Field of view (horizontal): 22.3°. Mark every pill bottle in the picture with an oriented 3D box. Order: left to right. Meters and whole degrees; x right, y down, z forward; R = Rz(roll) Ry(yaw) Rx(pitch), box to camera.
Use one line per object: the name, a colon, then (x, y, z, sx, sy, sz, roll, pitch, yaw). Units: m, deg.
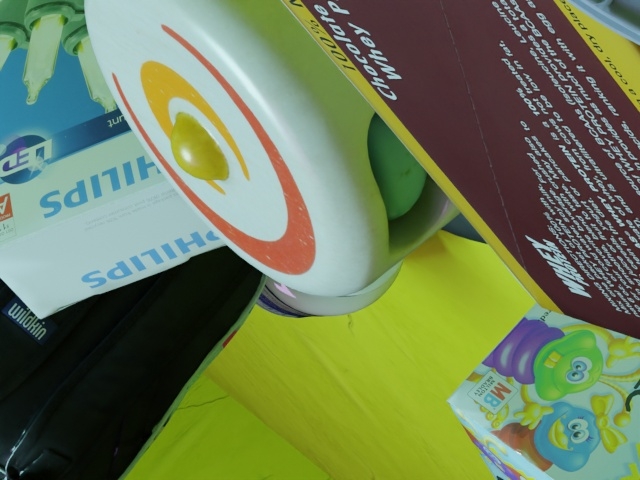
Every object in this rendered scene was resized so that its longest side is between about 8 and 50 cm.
pill bottle: (0.000, 0.000, 1.167, 0.112, 0.112, 0.187, 45, 169, -7)

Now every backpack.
backpack: (-0.169, 0.021, 1.080, 0.225, 0.253, 0.191, 45, 174, -31)

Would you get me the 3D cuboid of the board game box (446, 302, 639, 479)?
board game box: (0.200, 0.135, 0.870, 0.142, 0.144, 0.275, 36, 166, 38)

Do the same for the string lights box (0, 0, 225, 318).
string lights box: (-0.137, -0.096, 0.944, 0.077, 0.133, 0.259, 60, -169, -53)

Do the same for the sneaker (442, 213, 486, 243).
sneaker: (0.011, -0.039, 0.936, 0.286, 0.130, 0.109, 26, 157, 55)

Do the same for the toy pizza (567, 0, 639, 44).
toy pizza: (0.103, -0.120, 0.292, 0.201, 0.032, 0.201, 11, 123, 17)

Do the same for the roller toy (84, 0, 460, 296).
roller toy: (-0.010, -0.079, 0.737, 0.209, 0.146, 0.191, 54, 160, -7)

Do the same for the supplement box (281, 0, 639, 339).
supplement box: (0.100, -0.073, 0.476, 0.191, 0.129, 0.194, 48, 168, -21)
